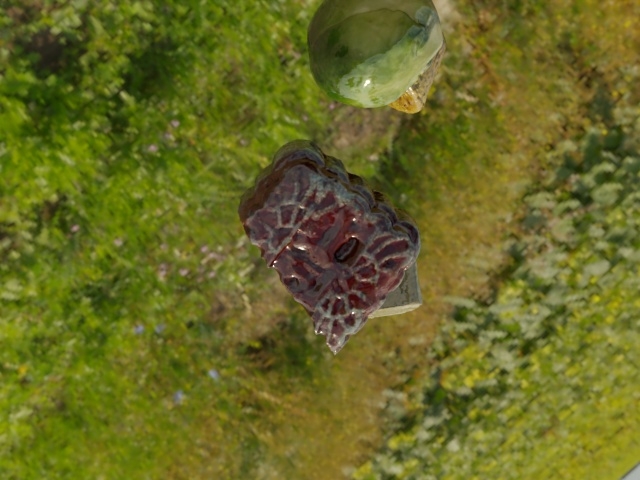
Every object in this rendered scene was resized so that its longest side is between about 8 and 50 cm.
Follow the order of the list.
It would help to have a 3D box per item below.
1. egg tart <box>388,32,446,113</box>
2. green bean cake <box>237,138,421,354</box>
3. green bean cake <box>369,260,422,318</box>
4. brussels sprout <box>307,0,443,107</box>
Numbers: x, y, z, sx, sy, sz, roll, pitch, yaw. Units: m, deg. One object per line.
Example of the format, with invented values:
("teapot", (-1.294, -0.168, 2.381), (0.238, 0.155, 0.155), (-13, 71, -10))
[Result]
("egg tart", (0.144, -0.357, 1.913), (0.147, 0.202, 0.202), (-57, 161, -10))
("green bean cake", (0.000, 0.000, 1.286), (0.198, 0.232, 0.097), (-48, -169, 11))
("green bean cake", (0.067, 0.070, 1.599), (0.179, 0.109, 0.085), (-8, 167, -11))
("brussels sprout", (0.057, -0.218, 1.098), (0.155, 0.155, 0.117), (-38, 150, -7))
